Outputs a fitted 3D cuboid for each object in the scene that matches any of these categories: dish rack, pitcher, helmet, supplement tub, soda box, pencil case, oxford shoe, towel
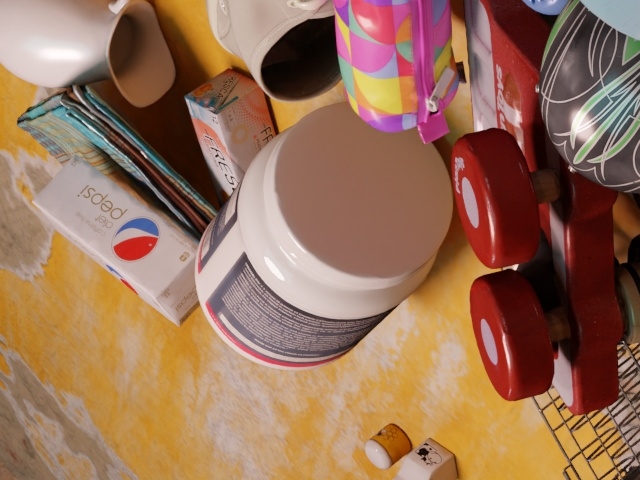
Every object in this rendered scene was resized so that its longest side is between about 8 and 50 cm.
[{"bbox_3d":[0.258,0.137,1.627,0.272,0.074,0.208,59,153,-7],"label":"dish rack"},{"bbox_3d":[-0.262,-0.243,1.983,0.207,0.125,0.178,17,123,36],"label":"pitcher"},{"bbox_3d":[0.226,-0.114,1.230,0.169,0.161,0.169,26,137,27],"label":"helmet"},{"bbox_3d":[0.000,0.000,1.744,0.191,0.191,0.272,51,155,5],"label":"supplement tub"},{"bbox_3d":[-0.079,-0.083,1.920,0.058,0.063,0.183,31,148,43],"label":"soda box"},{"bbox_3d":[0.058,-0.187,1.441,0.104,0.104,0.236,36,155,33],"label":"pencil case"},{"bbox_3d":[-0.203,-0.001,1.964,0.216,0.074,0.069,35,167,35],"label":"soda box"},{"bbox_3d":[-0.019,-0.258,1.478,0.130,0.169,0.449,56,165,24],"label":"oxford shoe"},{"bbox_3d":[-0.213,-0.059,2.067,0.271,0.040,0.370,45,168,-13],"label":"towel"}]

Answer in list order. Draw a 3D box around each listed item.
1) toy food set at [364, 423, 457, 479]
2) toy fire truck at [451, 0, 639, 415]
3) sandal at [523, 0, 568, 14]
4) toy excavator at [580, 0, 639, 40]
[{"bbox_3d":[0.118,0.301,2.024,0.232,0.104,0.111,32,147,38],"label":"toy food set"},{"bbox_3d":[0.177,-0.032,1.439,0.254,0.169,0.302,-114,12,-55],"label":"toy fire truck"},{"bbox_3d":[0.094,-0.290,1.289,0.126,0.138,0.317,-1,124,57],"label":"sandal"},{"bbox_3d":[0.141,-0.222,0.932,0.433,0.445,0.222,51,154,4],"label":"toy excavator"}]
